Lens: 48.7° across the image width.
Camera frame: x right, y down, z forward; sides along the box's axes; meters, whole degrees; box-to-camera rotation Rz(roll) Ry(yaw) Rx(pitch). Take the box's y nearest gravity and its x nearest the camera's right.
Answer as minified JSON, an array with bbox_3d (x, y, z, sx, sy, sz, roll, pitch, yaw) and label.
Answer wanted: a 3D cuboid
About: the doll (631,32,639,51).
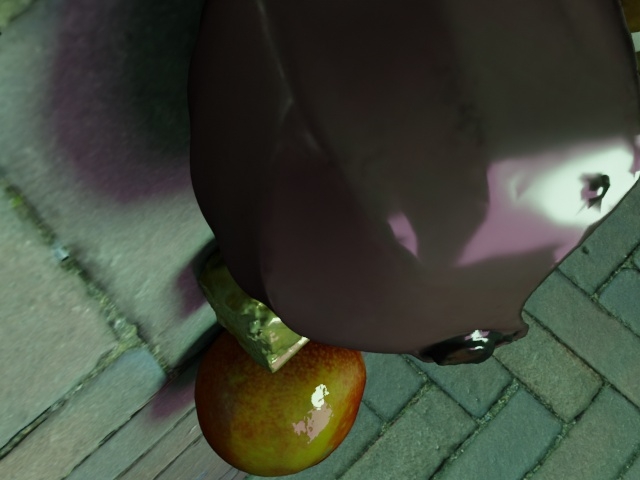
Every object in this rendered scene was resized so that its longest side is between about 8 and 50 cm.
[{"bbox_3d":[0.402,-0.301,1.048,0.287,0.151,0.151,-40,165,-8],"label":"doll"}]

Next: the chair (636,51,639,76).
[{"bbox_3d":[0.620,-0.373,1.415,0.172,0.159,0.247,-52,166,28],"label":"chair"}]

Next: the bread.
[{"bbox_3d":[0.000,0.000,0.738,0.268,0.130,0.152,-44,-159,-13],"label":"bread"}]

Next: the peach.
[{"bbox_3d":[-0.051,0.195,0.930,0.231,0.231,0.231,-43,165,-14],"label":"peach"}]

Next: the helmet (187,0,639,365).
[{"bbox_3d":[0.017,-0.055,0.436,0.197,0.271,0.338,-6,154,-21],"label":"helmet"}]

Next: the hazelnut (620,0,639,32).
[{"bbox_3d":[0.289,-0.299,0.641,0.229,0.229,0.229,-43,165,-14],"label":"hazelnut"}]
